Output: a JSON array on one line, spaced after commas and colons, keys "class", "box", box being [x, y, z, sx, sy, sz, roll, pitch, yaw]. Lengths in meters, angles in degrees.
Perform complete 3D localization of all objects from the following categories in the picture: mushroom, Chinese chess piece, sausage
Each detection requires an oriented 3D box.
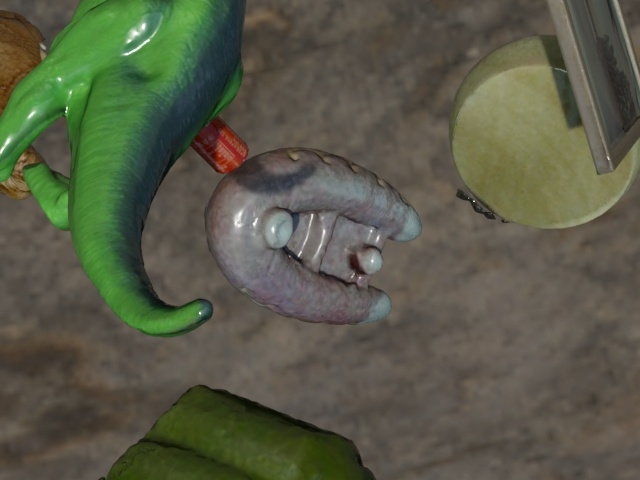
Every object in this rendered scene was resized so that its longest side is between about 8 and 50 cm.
[{"class": "mushroom", "box": [-0.349, -0.143, 2.067, 0.233, 0.208, 0.302, 5, -177, 30]}, {"class": "Chinese chess piece", "box": [0.257, -0.123, 2.191, 0.238, 0.092, 0.238, 7, 122, 11]}, {"class": "sausage", "box": [-0.104, -0.099, 1.426, 0.034, 0.034, 0.129, -24, 132, 25]}]

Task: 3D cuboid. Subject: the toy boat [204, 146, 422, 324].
[{"class": "toy boat", "box": [0.000, 0.000, 1.731, 0.227, 0.155, 0.085, 21, -177, -37]}]

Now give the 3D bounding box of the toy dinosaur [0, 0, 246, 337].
[{"class": "toy dinosaur", "box": [-0.055, -0.133, 1.226, 0.374, 0.500, 0.144, -49, 122, -7]}]

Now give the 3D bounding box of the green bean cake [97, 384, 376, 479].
[{"class": "green bean cake", "box": [-0.070, 0.324, 1.476, 0.218, 0.335, 0.319, 17, 149, 35]}]

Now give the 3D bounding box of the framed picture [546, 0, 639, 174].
[{"class": "framed picture", "box": [0.237, -0.221, 1.728, 0.016, 0.289, 0.213, -14, -169, 24]}]
